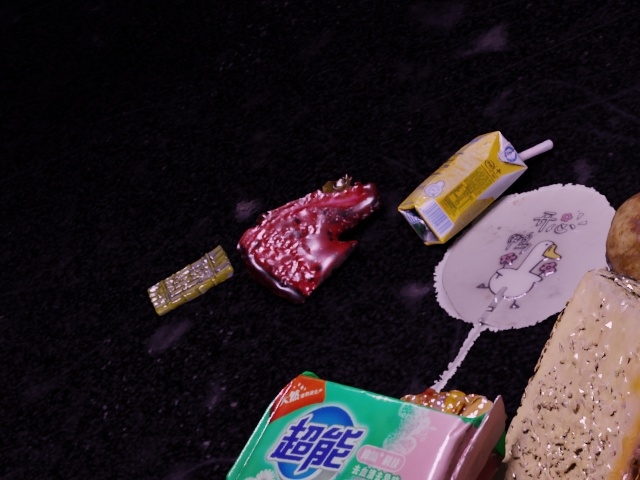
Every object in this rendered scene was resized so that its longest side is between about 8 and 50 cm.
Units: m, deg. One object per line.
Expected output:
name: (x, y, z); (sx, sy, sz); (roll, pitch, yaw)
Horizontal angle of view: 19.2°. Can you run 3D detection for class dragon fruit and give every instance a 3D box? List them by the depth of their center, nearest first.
dragon fruit: (-0.009, -0.015, 2.357); (0.192, 0.092, 0.122); (-34, 34, -4)

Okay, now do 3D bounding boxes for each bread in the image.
bread: (0.334, 0.210, 1.836); (0.248, 0.279, 0.315); (39, 116, 55)

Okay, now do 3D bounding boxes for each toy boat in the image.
toy boat: (-0.169, 0.053, 2.463); (0.115, 0.016, 0.063); (-31, 35, 0)

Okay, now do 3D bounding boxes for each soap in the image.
soap: (0.046, 0.234, 1.902); (0.273, 0.098, 0.218); (12, 62, 48)

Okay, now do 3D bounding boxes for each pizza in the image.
pizza: (0.077, 0.216, 2.025); (0.246, 0.058, 0.127); (-8, 43, 28)

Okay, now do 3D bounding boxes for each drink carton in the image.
drink carton: (0.192, -0.080, 2.295); (0.200, 0.074, 0.084); (-42, 7, -15)

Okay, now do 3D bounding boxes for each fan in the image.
fan: (0.196, 0.076, 2.156); (0.233, 0.012, 0.414); (6, 49, 42)

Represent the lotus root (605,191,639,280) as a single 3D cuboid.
lotus root: (0.420, 0.000, 1.974); (0.260, 0.128, 0.145); (-5, 43, 41)
